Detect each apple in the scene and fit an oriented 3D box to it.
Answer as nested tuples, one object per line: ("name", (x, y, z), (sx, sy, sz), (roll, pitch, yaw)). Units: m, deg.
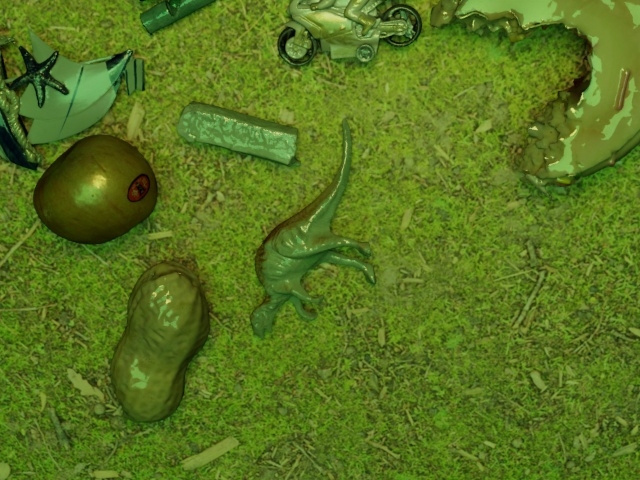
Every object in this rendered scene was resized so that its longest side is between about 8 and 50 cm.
("apple", (-0.346, -0.076, 1.254), (0.182, 0.182, 0.155), (-39, 118, 13))

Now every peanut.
("peanut", (-0.272, 0.179, 1.354), (0.149, 0.149, 0.313), (20, 110, -4))

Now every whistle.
("whistle", (-0.187, -0.372, 1.224), (0.186, 0.039, 0.039), (-24, 105, 9))

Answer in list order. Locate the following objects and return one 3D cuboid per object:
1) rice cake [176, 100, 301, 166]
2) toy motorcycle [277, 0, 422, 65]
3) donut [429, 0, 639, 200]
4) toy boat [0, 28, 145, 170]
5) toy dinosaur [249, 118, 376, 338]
("rice cake", (-0.126, -0.169, 1.270), (0.207, 0.069, 0.063), (15, 107, -1))
("toy motorcycle", (0.036, -0.345, 1.207), (0.229, 0.074, 0.151), (-7, 113, 14))
("donut", (0.357, -0.283, 1.172), (0.307, 0.150, 0.371), (-32, 104, 11))
("toy boat", (-0.435, -0.253, 1.260), (0.292, 0.070, 0.210), (-34, 108, 8))
("toy dinosaur", (0.000, 0.000, 1.314), (0.206, 0.092, 0.392), (10, 110, 4))
